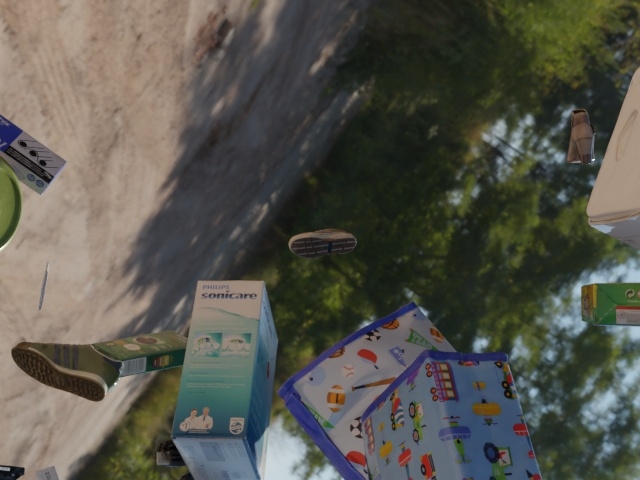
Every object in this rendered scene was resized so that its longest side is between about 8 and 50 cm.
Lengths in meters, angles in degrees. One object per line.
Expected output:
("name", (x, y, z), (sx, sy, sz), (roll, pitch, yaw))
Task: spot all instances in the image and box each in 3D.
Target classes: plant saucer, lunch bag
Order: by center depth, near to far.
("lunch bag", (0.133, 0.300, 1.084), (0.293, 0.138, 0.221), (-46, -133, 47))
("plant saucer", (-0.679, -0.064, 1.672), (0.241, 0.037, 0.241), (9, 90, -68))
("lunch bag", (0.136, 0.361, 1.759), (0.385, 0.328, 0.239), (-22, 151, -44))

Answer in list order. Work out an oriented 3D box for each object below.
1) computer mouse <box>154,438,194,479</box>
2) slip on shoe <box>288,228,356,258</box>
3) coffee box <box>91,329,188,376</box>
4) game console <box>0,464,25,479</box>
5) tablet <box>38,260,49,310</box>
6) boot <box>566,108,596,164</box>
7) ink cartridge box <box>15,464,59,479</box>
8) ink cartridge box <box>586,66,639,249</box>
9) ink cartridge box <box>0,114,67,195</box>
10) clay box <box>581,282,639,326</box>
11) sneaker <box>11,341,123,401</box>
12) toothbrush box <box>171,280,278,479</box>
("computer mouse", (-0.223, 0.498, 1.518), (0.072, 0.188, 0.272), (17, -81, 59))
("slip on shoe", (0.000, 0.000, 1.539), (0.041, 0.135, 0.051), (53, -39, 47))
("coffee box", (-0.335, 0.218, 1.609), (0.184, 0.113, 0.040), (-6, 105, -43))
("game console", (-0.574, 0.560, 1.630), (0.361, 0.044, 0.213), (47, 38, -63))
("tablet", (-0.481, 0.079, 1.450), (0.083, 0.006, 0.054), (-108, -149, -59))
("boot", (0.420, -0.169, 1.347), (0.118, 0.042, 0.087), (-72, 154, -81))
("ink cartridge box", (-0.463, 0.435, 1.343), (0.181, 0.104, 0.061), (-35, 163, 36))
("ink cartridge box", (0.459, -0.058, 0.890), (0.117, 0.283, 0.207), (160, -47, -76))
("ink cartridge box", (-0.664, -0.196, 1.801), (0.046, 0.207, 0.097), (-44, -162, 34))
("clay box", (0.386, 0.078, 1.006), (0.222, 0.127, 0.053), (20, 71, -75))
("sneaker", (-0.426, 0.209, 1.428), (0.086, 0.192, 0.064), (-47, 151, -54))
("toothbrush box", (-0.156, 0.246, 1.438), (0.216, 0.126, 0.295), (83, 8, -52))
